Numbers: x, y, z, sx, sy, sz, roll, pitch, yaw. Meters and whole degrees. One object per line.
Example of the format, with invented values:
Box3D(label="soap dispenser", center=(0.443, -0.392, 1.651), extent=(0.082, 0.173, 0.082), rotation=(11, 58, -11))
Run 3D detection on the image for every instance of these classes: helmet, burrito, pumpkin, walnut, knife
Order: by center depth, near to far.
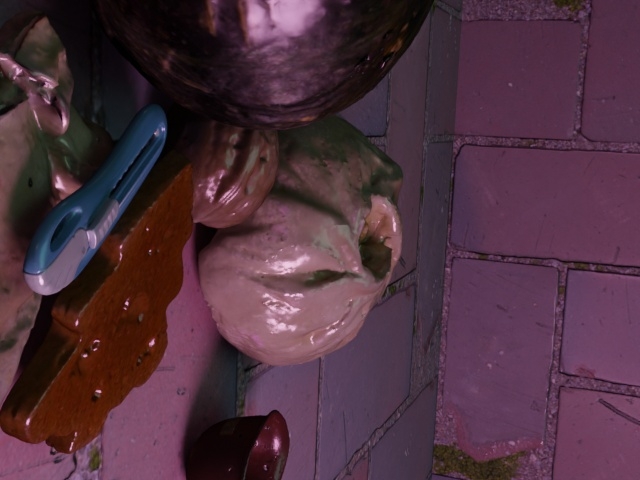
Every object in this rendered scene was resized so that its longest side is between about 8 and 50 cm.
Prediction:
Box3D(label="burrito", center=(-0.259, 0.001, 0.609), extent=(0.175, 0.107, 0.348), rotation=(52, 47, -50))
Box3D(label="knife", center=(-0.171, -0.039, 0.666), extent=(0.222, 0.031, 0.064), rotation=(-67, 161, -45))
Box3D(label="pumpkin", center=(-0.039, -0.329, 0.761), extent=(0.454, 0.343, 0.455), rotation=(7, 90, -72))
Box3D(label="walnut", center=(-0.114, -0.096, 0.925), extent=(0.162, 0.140, 0.140), rotation=(-67, 158, -3))
Box3D(label="helmet", center=(-0.111, 0.286, 1.064), extent=(0.175, 0.106, 0.155), rotation=(-46, 139, -62))

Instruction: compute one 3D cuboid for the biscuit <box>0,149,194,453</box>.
Box3D(label="biscuit", center=(-0.189, 0.056, 0.785), extent=(0.278, 0.043, 0.302), rotation=(1, 112, -79))

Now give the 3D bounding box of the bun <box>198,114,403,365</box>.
Box3D(label="bun", center=(0.000, 0.000, 1.123), extent=(0.365, 0.219, 0.365), rotation=(12, 90, -72))
